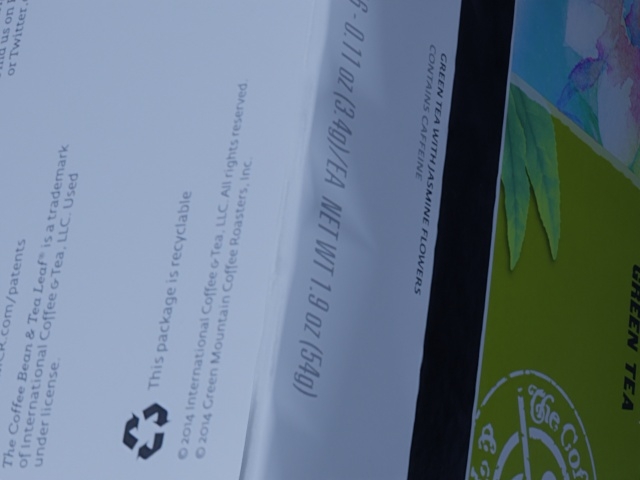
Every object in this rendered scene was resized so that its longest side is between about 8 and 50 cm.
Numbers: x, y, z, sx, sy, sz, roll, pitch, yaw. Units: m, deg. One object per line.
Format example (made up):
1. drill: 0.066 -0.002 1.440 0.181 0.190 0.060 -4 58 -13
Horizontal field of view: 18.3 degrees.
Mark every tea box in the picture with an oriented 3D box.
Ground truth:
1. tea box: 0.000 0.000 0.800 0.220 0.323 0.329 -6 66 34
